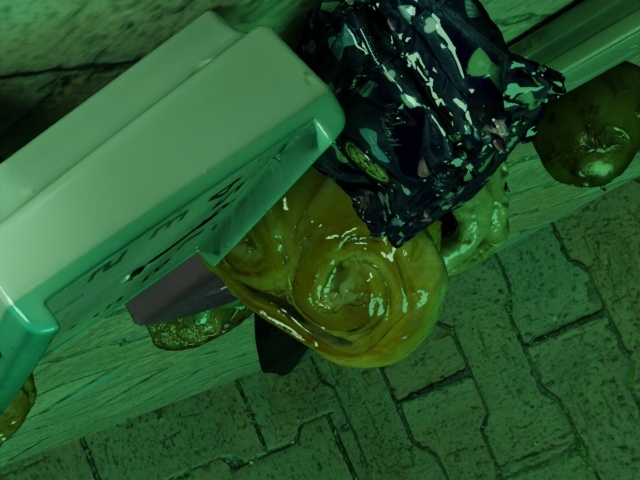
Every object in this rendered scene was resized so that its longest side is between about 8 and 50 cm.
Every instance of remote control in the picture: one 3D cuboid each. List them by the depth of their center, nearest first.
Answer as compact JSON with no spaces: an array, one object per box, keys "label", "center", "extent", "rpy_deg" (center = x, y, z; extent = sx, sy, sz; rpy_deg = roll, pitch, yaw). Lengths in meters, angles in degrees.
[{"label":"remote control","center":[0.289,-0.209,1.141],"extent":[0.277,0.055,0.103],"rpy_deg":[-29,171,36]}]

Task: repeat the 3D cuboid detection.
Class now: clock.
[{"label":"clock","center":[-0.134,-0.014,0.789],"extent":[0.231,0.116,0.262],"rpy_deg":[-37,177,-27]}]

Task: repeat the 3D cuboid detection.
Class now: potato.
[{"label":"potato","center":[0.315,-0.138,1.452],"extent":[0.137,0.137,0.176],"rpy_deg":[-34,-171,49]}]

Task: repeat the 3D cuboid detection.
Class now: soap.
[{"label":"soap","center":[-0.070,-0.006,1.312],"extent":[0.181,0.081,0.259],"rpy_deg":[-15,168,-47]}]

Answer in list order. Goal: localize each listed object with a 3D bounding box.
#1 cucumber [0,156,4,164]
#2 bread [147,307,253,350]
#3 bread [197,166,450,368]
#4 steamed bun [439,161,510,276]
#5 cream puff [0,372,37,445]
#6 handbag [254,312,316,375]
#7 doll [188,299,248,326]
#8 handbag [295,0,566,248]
[{"label":"cucumber","center":[-0.218,-0.043,0.726],"extent":[0.056,0.056,0.250],"rpy_deg":[-24,175,-1]},{"label":"bread","center":[-0.152,0.092,1.690],"extent":[0.156,0.086,0.125],"rpy_deg":[-25,173,14]},{"label":"bread","center":[0.000,0.002,1.066],"extent":[0.120,0.236,0.198],"rpy_deg":[-48,166,-36]},{"label":"steamed bun","center":[0.174,-0.051,1.608],"extent":[0.172,0.141,0.155],"rpy_deg":[-23,159,-30]},{"label":"cream puff","center":[-0.377,0.151,1.269],"extent":[0.189,0.129,0.189],"rpy_deg":[-22,159,-9]},{"label":"handbag","center":[0.008,0.032,1.448],"extent":[0.075,0.191,0.332],"rpy_deg":[14,154,-22]},{"label":"doll","center":[-0.147,0.048,1.514],"extent":[0.150,0.077,0.115],"rpy_deg":[-15,127,-36]},{"label":"handbag","center":[0.052,-0.092,0.864],"extent":[0.113,0.162,0.260],"rpy_deg":[-36,177,-20]}]
